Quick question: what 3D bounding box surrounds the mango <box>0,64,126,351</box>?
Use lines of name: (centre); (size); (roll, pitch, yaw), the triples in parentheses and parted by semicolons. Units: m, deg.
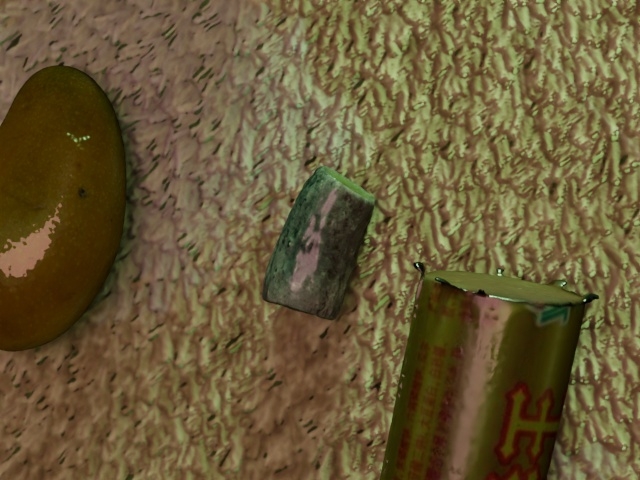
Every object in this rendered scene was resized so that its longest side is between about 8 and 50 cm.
mango: (-0.215, -0.025, 1.186); (0.136, 0.099, 0.227); (12, 83, 18)

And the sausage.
sausage: (0.095, 0.174, 1.073); (0.125, 0.117, 0.317); (12, 91, -24)

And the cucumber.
cucumber: (-0.001, 0.002, 1.142); (0.064, 0.064, 0.112); (21, 91, 15)
